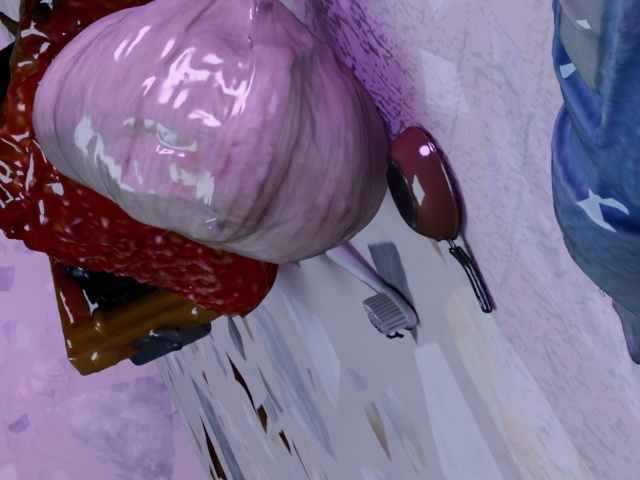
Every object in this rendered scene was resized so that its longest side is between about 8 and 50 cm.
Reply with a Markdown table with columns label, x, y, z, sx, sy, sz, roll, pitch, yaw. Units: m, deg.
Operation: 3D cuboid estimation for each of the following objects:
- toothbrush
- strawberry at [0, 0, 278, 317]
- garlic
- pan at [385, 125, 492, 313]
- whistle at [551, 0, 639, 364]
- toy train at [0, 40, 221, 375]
| label | x | y | z | sx | sy | sz | roll | pitch | yaw |
| --- | --- | --- | --- | --- | --- | --- | --- | --- | --- |
| toothbrush | 0.000 | 0.000 | 1.107 | 0.288 | 0.024 | 0.021 | -133 | 26 | -56 |
| strawberry | -0.133 | -0.087 | 1.121 | 0.261 | 0.257 | 0.261 | -166 | 90 | -80 |
| garlic | -0.050 | -0.104 | 0.873 | 0.218 | 0.218 | 0.212 | -150 | 77 | -69 |
| pan | 0.065 | -0.008 | 0.833 | 0.115 | 0.023 | 0.068 | 66 | 166 | 2 |
| whistle | 0.116 | -0.040 | 0.453 | 0.269 | 0.093 | 0.180 | 77 | 171 | -61 |
| toy train | -0.195 | -0.054 | 1.365 | 0.232 | 0.163 | 0.369 | 60 | -173 | -46 |
